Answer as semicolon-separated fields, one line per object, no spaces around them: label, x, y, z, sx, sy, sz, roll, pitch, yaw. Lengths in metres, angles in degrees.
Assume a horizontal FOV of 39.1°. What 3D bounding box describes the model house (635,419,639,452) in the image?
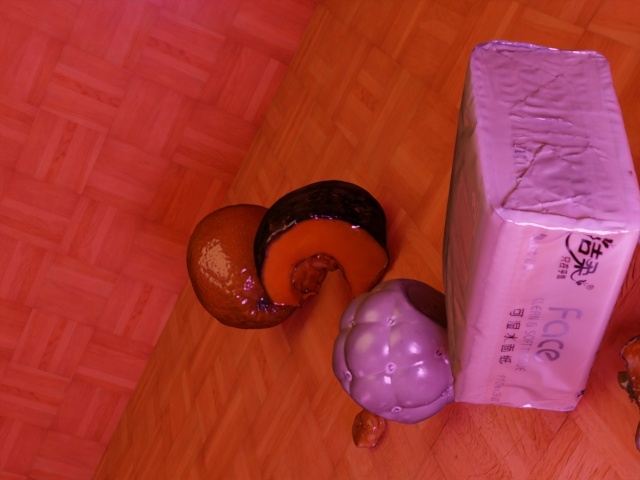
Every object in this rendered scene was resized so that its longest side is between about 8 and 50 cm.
model house;0.440;0.174;0.915;0.253;0.184;0.291;-60;19;28

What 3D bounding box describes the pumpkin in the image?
pumpkin;0.000;0.000;2.036;0.225;0.303;0.257;-98;8;-64

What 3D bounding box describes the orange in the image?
orange;-0.190;0.072;2.354;0.322;0.322;0.357;-59;28;23

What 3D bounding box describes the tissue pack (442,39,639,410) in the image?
tissue pack;0.283;-0.009;1.234;0.405;0.205;0.332;88;-174;-49

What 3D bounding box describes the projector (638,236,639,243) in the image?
projector;0.481;-0.066;1.005;0.269;0.193;0.088;-42;33;51

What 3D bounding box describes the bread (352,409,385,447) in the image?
bread;0.094;0.364;1.758;0.083;0.046;0.081;-35;41;54

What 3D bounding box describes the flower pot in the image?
flower pot;0.145;0.184;1.541;0.195;0.246;0.246;-60;22;21

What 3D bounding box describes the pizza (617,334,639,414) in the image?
pizza;0.430;0.194;1.085;0.185;0.052;0.195;-16;51;56
